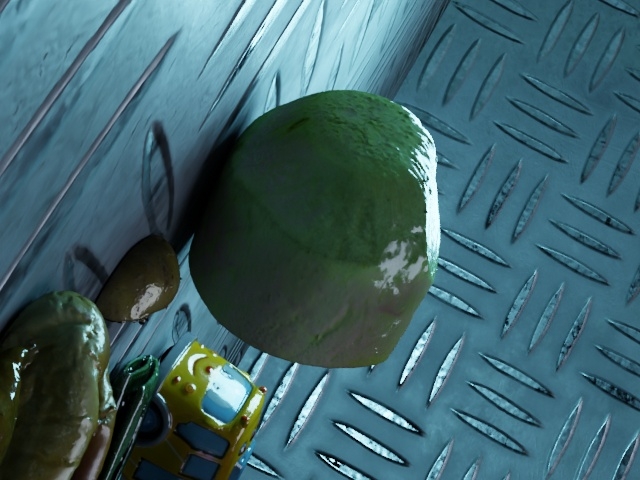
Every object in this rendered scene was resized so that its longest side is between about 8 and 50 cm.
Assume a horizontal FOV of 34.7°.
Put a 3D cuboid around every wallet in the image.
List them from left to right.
[{"bbox_3d":[-0.203,0.215,0.895,0.236,0.055,0.160,-61,-176,-1],"label":"wallet"}]

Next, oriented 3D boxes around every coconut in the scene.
[{"bbox_3d":[0.000,0.000,0.846,0.204,0.236,0.236,-13,145,-36],"label":"coconut"}]

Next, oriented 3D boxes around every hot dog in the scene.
[{"bbox_3d":[-0.168,0.140,0.507,0.242,0.073,0.084,-60,173,-17],"label":"hot dog"}]

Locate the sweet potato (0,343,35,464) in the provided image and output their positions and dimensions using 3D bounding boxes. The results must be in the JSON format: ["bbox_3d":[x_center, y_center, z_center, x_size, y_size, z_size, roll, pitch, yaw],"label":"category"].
[{"bbox_3d":[-0.190,0.161,0.418,0.274,0.067,0.067,-62,178,-15],"label":"sweet potato"}]

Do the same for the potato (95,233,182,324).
[{"bbox_3d":[-0.112,0.022,0.686,0.036,0.037,0.093,-67,174,30],"label":"potato"}]

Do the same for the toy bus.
[{"bbox_3d":[-0.142,0.211,1.063,0.209,0.136,0.126,-63,177,26],"label":"toy bus"}]
